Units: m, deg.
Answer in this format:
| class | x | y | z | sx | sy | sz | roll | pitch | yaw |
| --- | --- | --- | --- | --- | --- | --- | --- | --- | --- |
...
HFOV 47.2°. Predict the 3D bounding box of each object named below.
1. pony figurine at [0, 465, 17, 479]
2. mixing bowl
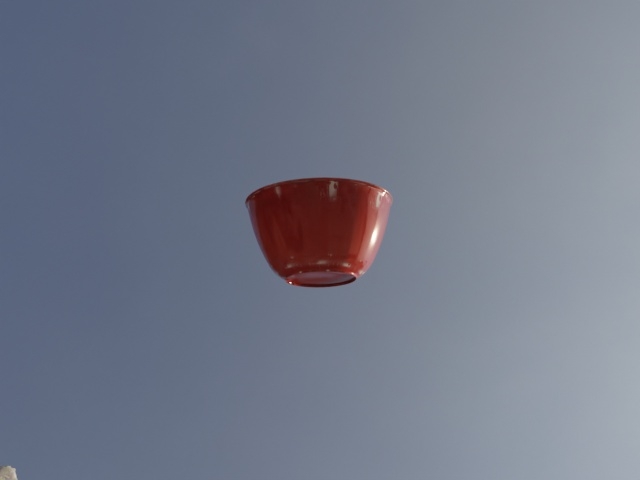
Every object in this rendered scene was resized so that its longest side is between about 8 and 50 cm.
| class | x | y | z | sx | sy | sz | roll | pitch | yaw |
| --- | --- | --- | --- | --- | --- | --- | --- | --- | --- |
| pony figurine | -0.407 | 0.105 | 0.589 | 0.351 | 0.302 | 0.364 | -17 | -121 | 47 |
| mixing bowl | 0.000 | 0.000 | 0.882 | 0.181 | 0.181 | 0.098 | -6 | -106 | 12 |
